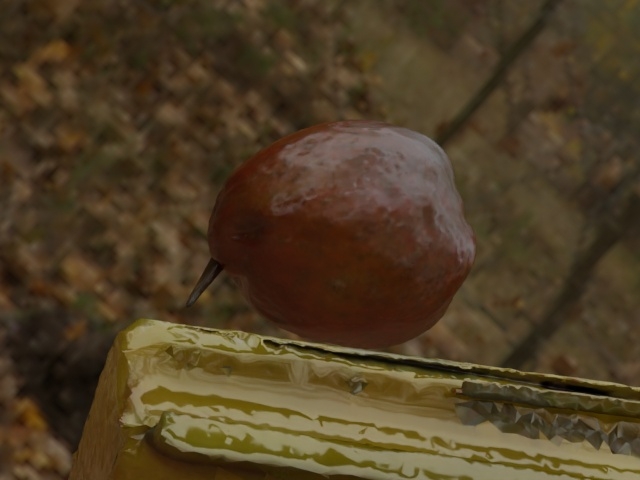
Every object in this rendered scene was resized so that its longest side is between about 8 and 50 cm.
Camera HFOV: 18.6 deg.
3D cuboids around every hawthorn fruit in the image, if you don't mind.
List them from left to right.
[{"bbox_3d":[0.000,0.000,1.734,0.210,0.262,0.210,169,-90,-71],"label":"hawthorn fruit"}]

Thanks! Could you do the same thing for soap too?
[{"bbox_3d":[0.045,0.145,0.899,0.324,0.204,0.096,9,43,-16],"label":"soap"}]
